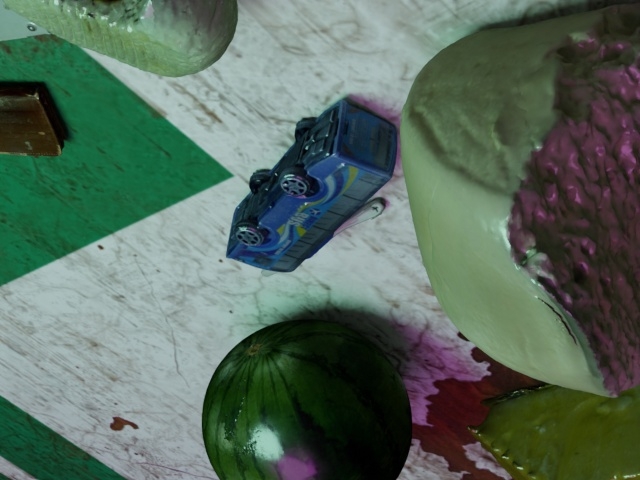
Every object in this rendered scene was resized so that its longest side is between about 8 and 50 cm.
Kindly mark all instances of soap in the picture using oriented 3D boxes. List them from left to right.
[{"bbox_3d":[0.288,0.303,1.589,0.339,0.304,0.169,-23,125,42],"label":"soap"}]

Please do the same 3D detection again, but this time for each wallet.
[{"bbox_3d":[-0.357,-0.130,1.521,0.176,0.026,0.095,3,136,18],"label":"wallet"}]

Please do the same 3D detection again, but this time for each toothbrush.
[{"bbox_3d":[0.000,0.000,1.547,0.017,0.022,0.204,35,140,-23],"label":"toothbrush"}]

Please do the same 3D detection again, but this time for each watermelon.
[{"bbox_3d":[-0.015,0.209,1.650,0.242,0.242,0.242,11,144,8],"label":"watermelon"}]

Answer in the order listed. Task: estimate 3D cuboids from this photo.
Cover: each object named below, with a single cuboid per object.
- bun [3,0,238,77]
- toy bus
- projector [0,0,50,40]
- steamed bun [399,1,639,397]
[{"bbox_3d":[-0.165,-0.227,1.217,0.213,0.126,0.204,22,169,-19],"label":"bun"},{"bbox_3d":[-0.013,-0.045,1.443,0.094,0.079,0.236,26,144,-15],"label":"toy bus"},{"bbox_3d":[-0.303,-0.248,1.312,0.115,0.061,0.147,-5,140,25],"label":"projector"},{"bbox_3d":[0.188,-0.019,1.215,0.274,0.272,0.290,-2,125,30],"label":"steamed bun"}]
